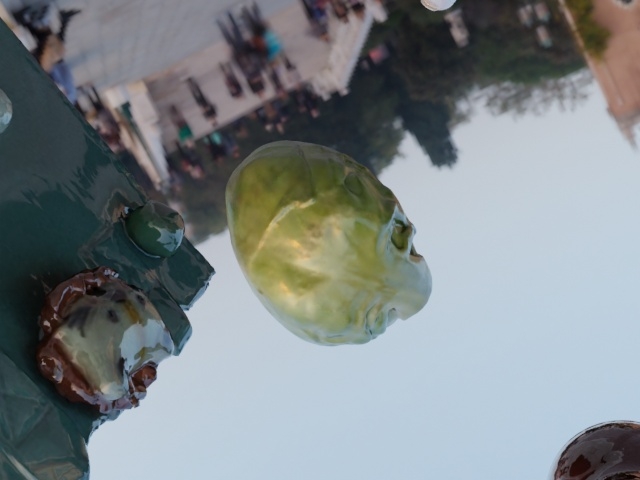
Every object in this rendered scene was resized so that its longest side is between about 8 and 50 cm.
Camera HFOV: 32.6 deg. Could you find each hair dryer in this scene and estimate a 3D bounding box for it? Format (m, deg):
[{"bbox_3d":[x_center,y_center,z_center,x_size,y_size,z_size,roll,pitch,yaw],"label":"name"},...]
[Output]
[{"bbox_3d":[0.290,0.284,0.770,0.123,0.340,0.312,-39,173,9],"label":"hair dryer"}]

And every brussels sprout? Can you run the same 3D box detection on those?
[{"bbox_3d":[0.000,0.000,1.035,0.161,0.223,0.223,-40,-170,-3],"label":"brussels sprout"}]

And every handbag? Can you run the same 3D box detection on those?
[{"bbox_3d":[-0.182,-0.015,0.490,0.100,0.274,0.268,-42,-173,25],"label":"handbag"}]

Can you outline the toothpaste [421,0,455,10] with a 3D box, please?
[{"bbox_3d":[0.124,-0.286,0.989,0.058,0.056,0.314,-51,173,-9],"label":"toothpaste"}]
